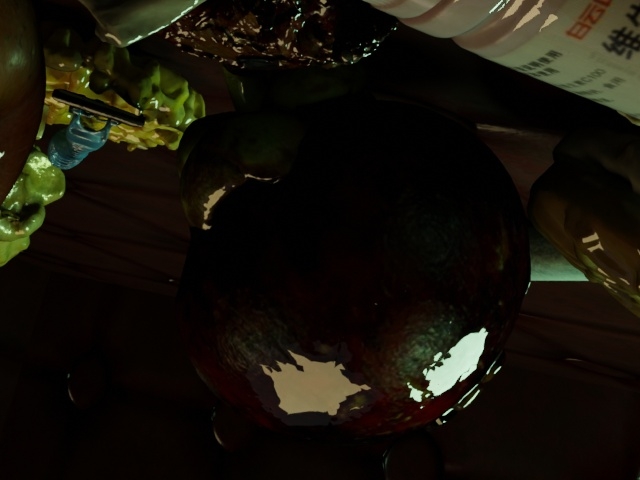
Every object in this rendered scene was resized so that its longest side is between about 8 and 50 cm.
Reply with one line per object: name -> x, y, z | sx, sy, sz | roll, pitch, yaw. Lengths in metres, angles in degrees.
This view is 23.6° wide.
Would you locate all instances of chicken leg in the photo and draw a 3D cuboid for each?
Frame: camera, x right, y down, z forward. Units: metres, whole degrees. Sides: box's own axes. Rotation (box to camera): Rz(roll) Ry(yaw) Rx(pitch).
chicken leg -> -0.041, -0.151, 1.042 | 0.105, 0.063, 0.234 | 28, 167, -38

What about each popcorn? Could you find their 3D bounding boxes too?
popcorn -> -0.457, -0.072, 1.862 | 0.252, 0.215, 0.286 | -29, 147, 31

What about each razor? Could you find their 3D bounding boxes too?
razor -> -0.224, -0.094, 1.408 | 0.082, 0.042, 0.253 | 18, 172, -15

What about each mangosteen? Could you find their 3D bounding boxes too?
mangosteen -> 0.017, 0.009, 1.188 | 0.311, 0.311, 0.311 | 15, 172, 2

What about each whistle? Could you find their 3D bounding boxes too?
whistle -> 0.232, 0.014, 1.642 | 0.062, 0.062, 0.312 | 19, 171, -24

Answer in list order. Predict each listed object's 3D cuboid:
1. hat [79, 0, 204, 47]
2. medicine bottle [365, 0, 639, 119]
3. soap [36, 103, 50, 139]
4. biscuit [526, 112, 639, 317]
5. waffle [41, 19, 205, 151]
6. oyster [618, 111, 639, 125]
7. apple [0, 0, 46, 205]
hat -> -0.120, -0.202, 0.843 | 0.244, 0.149, 0.214 | 52, -176, -11
medicine bottle -> 0.119, -0.129, 0.657 | 0.250, 0.133, 0.133 | 20, 171, -20
soap -> -0.370, -0.150, 1.361 | 0.252, 0.037, 0.092 | 23, 167, -26
biscuit -> 0.308, 0.031, 1.179 | 0.366, 0.115, 0.268 | 36, -179, -23
waffle -> -0.251, -0.153, 1.419 | 0.329, 0.062, 0.329 | 16, 170, 3
oyster -> 0.357, -0.071, 0.791 | 0.396, 0.111, 0.204 | 15, 154, 7
apple -> -0.361, -0.117, 1.044 | 0.305, 0.338, 0.338 | 34, 174, 8
